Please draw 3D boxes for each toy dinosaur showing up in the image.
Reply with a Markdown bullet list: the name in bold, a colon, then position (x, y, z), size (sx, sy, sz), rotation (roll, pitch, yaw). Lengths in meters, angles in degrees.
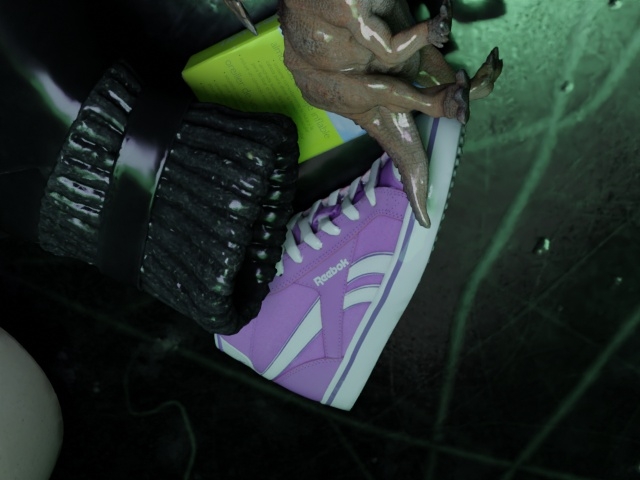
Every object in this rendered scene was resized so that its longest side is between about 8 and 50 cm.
- **toy dinosaur**: position (0.008, -0.150, 1.273), size (0.200, 0.127, 0.296), rotation (-2, 130, 20)

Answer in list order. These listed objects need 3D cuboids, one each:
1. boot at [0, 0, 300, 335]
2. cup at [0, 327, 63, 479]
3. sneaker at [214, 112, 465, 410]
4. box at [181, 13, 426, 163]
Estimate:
- **boot**: position (-0.144, -0.110, 1.313), size (0.260, 0.131, 0.348), rotation (20, 134, 23)
- **cup**: position (-0.391, 0.216, 1.467), size (0.331, 0.237, 0.331), rotation (4, 136, 4)
- **sneaker**: position (0.000, 0.001, 1.415), size (0.161, 0.102, 0.282), rotation (24, 120, -3)
- **box**: position (-0.001, -0.124, 1.374), size (0.178, 0.042, 0.109), rotation (-23, 113, 19)
